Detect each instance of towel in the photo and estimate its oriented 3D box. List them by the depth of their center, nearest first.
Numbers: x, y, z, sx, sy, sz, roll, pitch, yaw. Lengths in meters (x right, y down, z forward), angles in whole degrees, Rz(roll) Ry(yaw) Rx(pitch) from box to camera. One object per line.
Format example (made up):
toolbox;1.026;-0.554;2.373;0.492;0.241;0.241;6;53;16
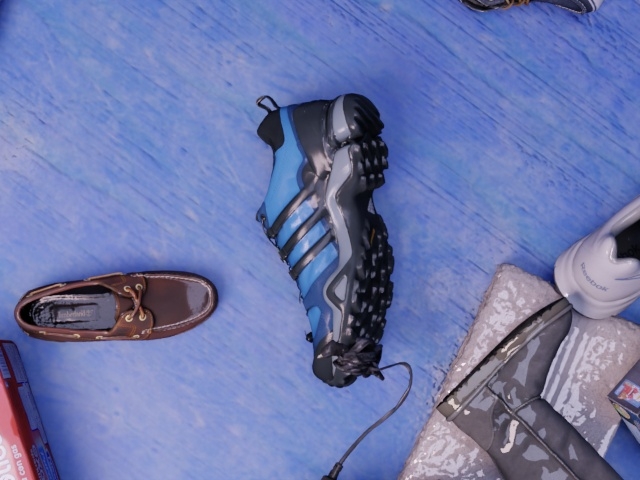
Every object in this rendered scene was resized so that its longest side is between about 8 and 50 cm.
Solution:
towel;0.215;0.182;1.121;0.187;0.049;0.282;26;82;-3

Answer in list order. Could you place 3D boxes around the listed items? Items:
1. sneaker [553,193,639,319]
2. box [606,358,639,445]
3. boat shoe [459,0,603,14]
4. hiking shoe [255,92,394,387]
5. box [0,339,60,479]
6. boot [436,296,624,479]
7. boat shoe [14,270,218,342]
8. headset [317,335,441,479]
sneaker;0.382;-0.027;1.108;0.297;0.129;0.111;-39;81;-18
box;0.416;0.129;1.103;0.233;0.044;0.159;-46;126;-8
boat shoe;0.214;-0.278;1.165;0.183;0.065;0.083;30;85;4
hiking shoe;0.000;0.000;1.110;0.132;0.113;0.304;1;90;26
box;-0.327;0.234;1.028;0.122;0.128;0.257;-19;86;-7
boot;0.244;0.188;1.063;0.189;0.076;0.208;-45;82;4
boat shoe;-0.207;0.070;1.085;0.207;0.073;0.073;-8;84;-7
headset;0.050;0.292;0.989;0.243;0.185;0.394;-3;78;8
